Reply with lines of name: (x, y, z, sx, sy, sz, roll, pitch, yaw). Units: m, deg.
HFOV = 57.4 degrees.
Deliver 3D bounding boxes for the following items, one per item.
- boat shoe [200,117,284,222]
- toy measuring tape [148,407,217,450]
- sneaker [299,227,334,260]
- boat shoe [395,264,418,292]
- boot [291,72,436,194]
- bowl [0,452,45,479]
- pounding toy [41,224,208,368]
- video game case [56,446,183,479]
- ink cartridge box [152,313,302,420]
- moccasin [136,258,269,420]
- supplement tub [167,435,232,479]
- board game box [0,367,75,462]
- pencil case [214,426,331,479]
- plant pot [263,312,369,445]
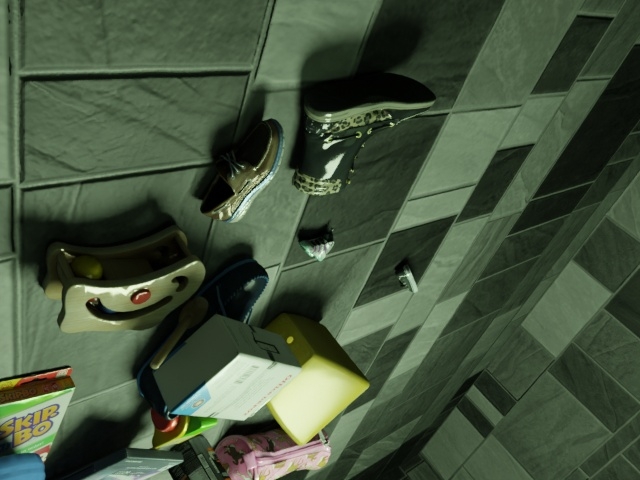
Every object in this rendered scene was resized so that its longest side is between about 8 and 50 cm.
boat shoe: (-0.116, -0.098, 0.851, 0.066, 0.066, 0.183, 0, 130, -48)
toy measuring tape: (-0.325, 0.368, 1.212, 0.330, 0.121, 0.121, -33, 158, 32)
sneaker: (0.000, 0.000, 1.150, 0.069, 0.038, 0.098, -47, 160, 5)
boat shoe: (0.226, 0.105, 1.549, 0.040, 0.049, 0.142, -24, 149, 5)
boot: (0.063, -0.172, 0.952, 0.237, 0.085, 0.178, -15, 143, -29)
bowl: (-0.596, 0.428, 0.835, 0.391, 0.077, 0.391, -24, 163, -8)
pounding toy: (-0.243, 0.079, 0.838, 0.154, 0.154, 0.270, -49, 150, 21)
video game case: (-0.446, 0.488, 1.186, 0.274, 0.026, 0.196, -28, 152, 8)
ink cartridge box: (-0.147, 0.216, 0.966, 0.148, 0.086, 0.203, -42, 149, 8)
moccasin: (-0.195, 0.189, 1.078, 0.342, 0.117, 0.138, -52, 149, 16)
supplement tub: (-0.283, 0.581, 1.412, 0.117, 0.190, 0.117, -30, 149, -20)
board game box: (-0.499, 0.316, 0.972, 0.124, 0.039, 0.259, -4, 130, -49)
pencil case: (-0.129, 0.607, 1.664, 0.386, 0.160, 0.167, 13, 112, -55)
plant pot: (-0.059, 0.285, 1.301, 0.212, 0.212, 0.187, -41, 137, -2)
